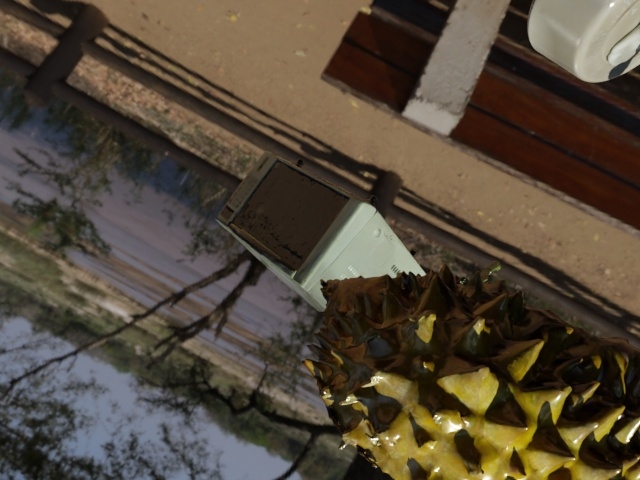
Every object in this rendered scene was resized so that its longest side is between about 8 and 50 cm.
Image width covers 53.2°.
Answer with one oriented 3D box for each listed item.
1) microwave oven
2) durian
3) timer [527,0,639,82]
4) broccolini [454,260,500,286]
[{"bbox_3d":[0.000,0.000,1.452,0.394,0.247,0.333,33,170,48],"label":"microwave oven"},{"bbox_3d":[0.149,0.102,0.433,0.342,0.112,0.191,20,-160,5],"label":"durian"},{"bbox_3d":[0.351,-0.178,0.619,0.266,0.175,0.175,59,-179,29],"label":"timer"},{"bbox_3d":[0.251,0.060,0.994,0.218,0.042,0.044,-14,-110,-55],"label":"broccolini"}]
